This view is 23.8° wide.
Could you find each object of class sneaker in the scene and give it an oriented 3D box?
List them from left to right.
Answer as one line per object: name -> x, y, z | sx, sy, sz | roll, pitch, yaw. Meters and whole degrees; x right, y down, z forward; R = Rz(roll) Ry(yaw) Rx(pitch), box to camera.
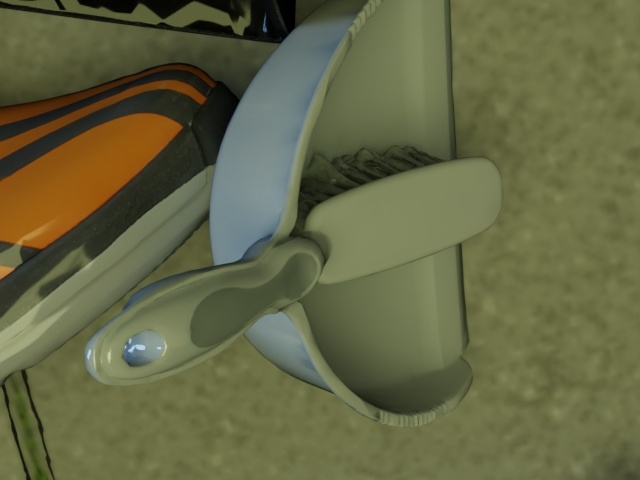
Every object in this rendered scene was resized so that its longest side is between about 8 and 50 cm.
sneaker -> -0.191, -0.016, 0.470 | 0.321, 0.124, 0.180 | -26, 103, 9

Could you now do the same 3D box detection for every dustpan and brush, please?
dustpan and brush -> 0.000, 0.000, 0.424 | 0.060, 0.211, 0.147 | 8, 109, 40

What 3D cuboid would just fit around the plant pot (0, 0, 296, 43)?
plant pot -> -0.091, -0.154, 0.411 | 0.187, 0.188, 0.167 | 8, 91, 1
